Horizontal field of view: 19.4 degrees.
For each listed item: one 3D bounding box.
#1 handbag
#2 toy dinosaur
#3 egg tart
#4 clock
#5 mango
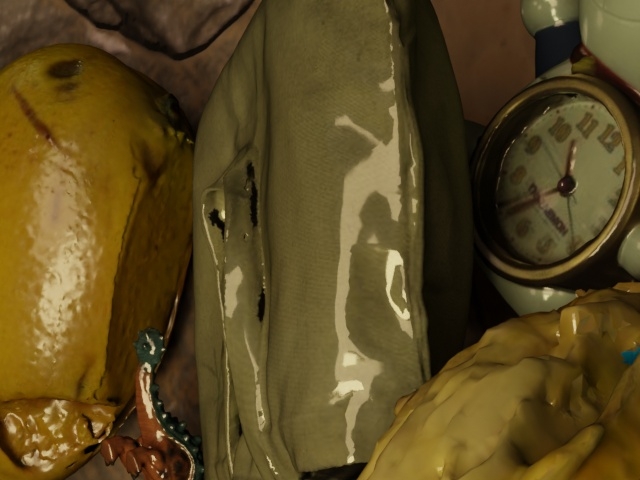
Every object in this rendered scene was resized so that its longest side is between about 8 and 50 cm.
[{"bbox_3d":[-0.001,0.005,0.897,0.109,0.316,0.253,3,77,-14],"label":"handbag"},{"bbox_3d":[-0.084,0.122,1.006,0.049,0.055,0.154,14,113,62],"label":"toy dinosaur"},{"bbox_3d":[0.089,0.202,0.721,0.169,0.388,0.388,25,91,24],"label":"egg tart"},{"bbox_3d":[0.164,-0.078,0.879,0.243,0.146,0.199,-51,42,16],"label":"clock"},{"bbox_3d":[-0.155,0.020,1.051,0.167,0.130,0.262,9,87,37],"label":"mango"}]
